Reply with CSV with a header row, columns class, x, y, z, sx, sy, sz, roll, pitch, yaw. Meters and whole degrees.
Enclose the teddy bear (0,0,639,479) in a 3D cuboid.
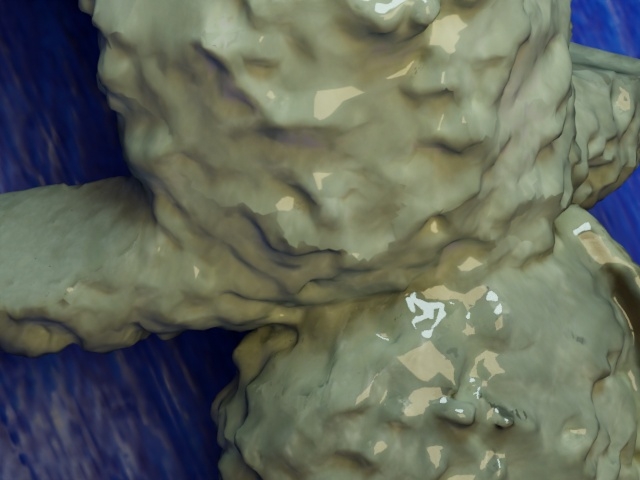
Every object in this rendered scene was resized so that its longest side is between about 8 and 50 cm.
class,x,y,z,sx,sy,sz,roll,pitch,yaw
teddy bear,0.000,0.000,0.819,0.327,0.375,0.362,-24,128,-20
